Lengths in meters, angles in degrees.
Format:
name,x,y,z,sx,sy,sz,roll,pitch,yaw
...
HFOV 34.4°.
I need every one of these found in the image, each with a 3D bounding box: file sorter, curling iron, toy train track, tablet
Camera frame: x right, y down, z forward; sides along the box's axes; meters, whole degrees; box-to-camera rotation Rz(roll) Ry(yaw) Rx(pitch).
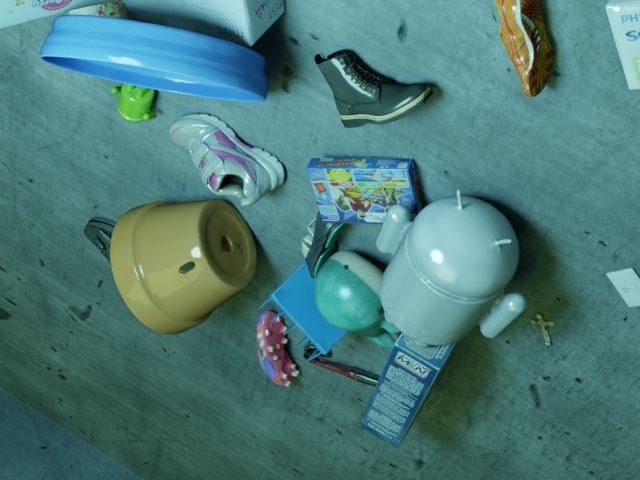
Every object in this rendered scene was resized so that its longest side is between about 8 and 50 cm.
name,x,y,z,sx,sy,sz,roll,pitch,yaw
file sorter,-0.032,0.160,2.240,0.170,0.118,0.104,48,146,-2
curling iron,0.077,0.301,2.388,0.274,0.035,0.068,23,142,17
toy train track,0.429,0.174,1.988,0.048,0.014,0.083,3,133,37
tablet,0.542,0.083,1.806,0.054,0.006,0.083,-17,118,47

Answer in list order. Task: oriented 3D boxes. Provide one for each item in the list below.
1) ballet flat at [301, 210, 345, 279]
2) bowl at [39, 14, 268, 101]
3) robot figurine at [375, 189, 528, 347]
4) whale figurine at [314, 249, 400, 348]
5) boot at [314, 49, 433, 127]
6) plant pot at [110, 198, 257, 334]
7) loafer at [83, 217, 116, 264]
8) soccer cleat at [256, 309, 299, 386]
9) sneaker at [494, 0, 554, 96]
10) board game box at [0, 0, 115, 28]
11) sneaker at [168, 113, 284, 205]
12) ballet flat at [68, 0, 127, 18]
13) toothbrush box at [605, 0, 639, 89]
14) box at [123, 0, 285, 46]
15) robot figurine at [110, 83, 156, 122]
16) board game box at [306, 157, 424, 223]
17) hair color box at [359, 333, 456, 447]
name,x,y,z,sx,sy,sz,roll,pitch,yaw
ballet flat,0.000,0.000,2.101,0.074,0.074,0.203,30,144,8
bowl,-0.280,-0.312,1.783,0.391,0.391,0.077,11,92,30
robot figurine,0.231,0.056,1.861,0.300,0.200,0.353,35,143,9
whale figurine,0.078,0.144,2.117,0.216,0.141,0.272,34,161,37
boot,0.081,-0.268,1.742,0.198,0.077,0.137,-9,119,43
plant pot,-0.274,0.035,2.205,0.203,0.291,0.291,-21,117,30
loafer,-0.469,0.036,2.496,0.267,0.084,0.096,28,143,11
soccer cleat,-0.122,0.256,2.468,0.095,0.083,0.248,16,142,32
sneaker,0.305,-0.298,1.551,0.067,0.064,0.175,25,142,48
board game box,-0.507,-0.506,1.733,0.303,0.224,0.097,53,148,23
sneaker,-0.201,-0.159,2.048,0.252,0.111,0.103,29,143,10
ballet flat,-0.480,-0.469,1.965,0.241,0.077,0.091,25,141,14
toothbrush box,0.482,-0.308,1.198,0.206,0.283,0.122,1,130,37
box,-0.210,-0.467,1.709,0.262,0.127,0.231,17,140,24
robot figurine,-0.373,-0.284,2.087,0.101,0.067,0.115,37,144,4
board game box,0.085,-0.091,1.929,0.201,0.035,0.136,3,133,23
hair color box,0.195,0.269,2.145,0.105,0.174,0.347,30,143,10
